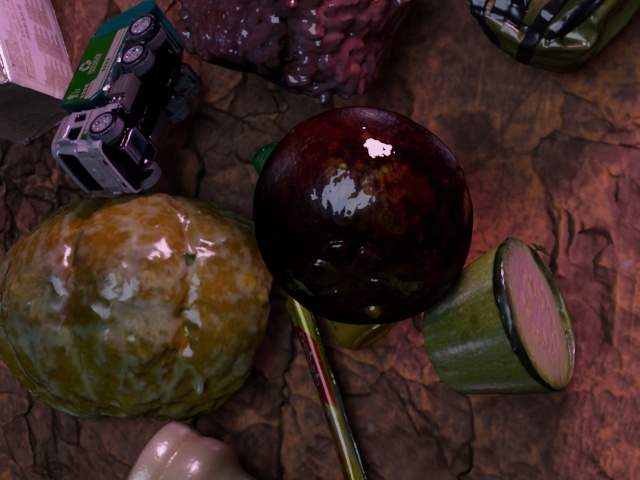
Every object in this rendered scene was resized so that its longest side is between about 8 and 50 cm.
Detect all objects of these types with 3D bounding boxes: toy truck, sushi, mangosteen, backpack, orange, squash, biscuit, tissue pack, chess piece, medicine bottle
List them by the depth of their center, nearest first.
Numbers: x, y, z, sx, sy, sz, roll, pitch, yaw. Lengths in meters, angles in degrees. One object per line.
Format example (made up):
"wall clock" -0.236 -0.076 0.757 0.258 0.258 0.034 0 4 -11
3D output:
"mangosteen" 0.049 -0.040 1.444 0.231 0.289 0.231 3 115 7
"squash" 0.190 0.088 1.447 0.123 0.170 0.170 -20 76 35
"backpack" 0.265 -0.309 1.462 0.207 0.140 0.253 34 94 25
"chess piece" -0.065 0.332 1.532 0.300 0.167 0.167 22 93 19
"sushi" -0.026 -0.264 1.539 0.270 0.236 0.171 30 114 31
"biscuit" 0.010 0.179 1.566 0.026 0.048 0.292 -15 80 -16
"medicine bottle" 0.000 0.000 1.582 0.095 0.064 0.260 -42 69 31
"orange" -0.241 0.076 1.605 0.369 0.210 0.271 -4 80 20
"toy truck" -0.229 -0.172 1.631 0.124 0.114 0.253 -5 50 31
"tissue pack" -0.417 -0.254 1.726 0.124 0.185 0.225 -25 74 19
